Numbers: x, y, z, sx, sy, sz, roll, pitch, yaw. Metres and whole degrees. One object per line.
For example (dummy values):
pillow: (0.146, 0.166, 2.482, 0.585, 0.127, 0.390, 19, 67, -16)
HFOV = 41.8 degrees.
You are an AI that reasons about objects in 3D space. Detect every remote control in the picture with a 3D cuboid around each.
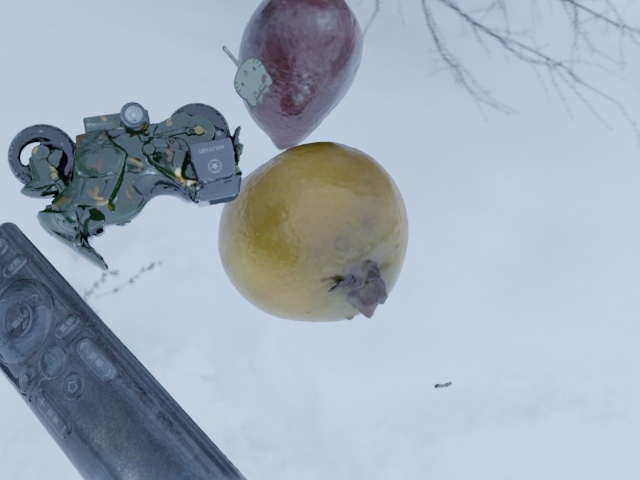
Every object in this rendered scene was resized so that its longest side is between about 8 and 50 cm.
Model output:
remote control: (-0.218, 0.126, 0.756, 0.377, 0.044, 0.107, 40, 88, 28)

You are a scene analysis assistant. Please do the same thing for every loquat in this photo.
loquat: (0.000, 0.000, 1.201, 0.275, 0.275, 0.275, 11, 45, -11)

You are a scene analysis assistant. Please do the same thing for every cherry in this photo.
cherry: (-0.036, -0.298, 1.401, 0.203, 0.300, 0.230, 16, 6, -8)

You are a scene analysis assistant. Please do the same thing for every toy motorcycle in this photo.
toy motorcycle: (-0.219, -0.065, 0.996, 0.275, 0.125, 0.187, -12, 87, -12)

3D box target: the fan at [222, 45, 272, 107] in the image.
fan: (-0.090, -0.199, 0.993, 0.083, 0.004, 0.056, 46, 60, -32)

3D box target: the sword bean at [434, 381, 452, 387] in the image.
sword bean: (0.266, 0.313, 1.812, 0.012, 0.012, 0.083, 48, 18, 25)
